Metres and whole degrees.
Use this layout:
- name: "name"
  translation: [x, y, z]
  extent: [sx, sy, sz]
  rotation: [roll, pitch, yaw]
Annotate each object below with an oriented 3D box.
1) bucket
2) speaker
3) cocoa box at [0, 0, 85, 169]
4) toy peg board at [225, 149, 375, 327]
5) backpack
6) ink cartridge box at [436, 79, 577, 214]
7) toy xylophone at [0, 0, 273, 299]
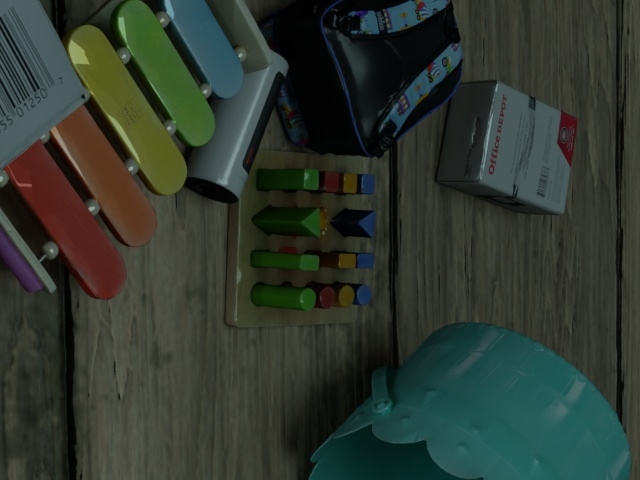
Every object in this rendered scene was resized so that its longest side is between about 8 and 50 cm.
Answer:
- name: "bucket"
  translation: [0.142, 0.224, 1.440]
  extent: [0.183, 0.281, 0.281]
  rotation: [-46, 123, -35]
- name: "speaker"
  translation: [-0.075, -0.102, 1.347]
  extent: [0.055, 0.055, 0.136]
  rotation: [35, 68, -41]
- name: "cocoa box"
  translation: [-0.369, -0.090, 0.926]
  extent: [0.347, 0.228, 0.231]
  rotation: [-46, 124, -34]
- name: "toy peg board"
  translation: [0.000, 0.000, 1.411]
  extent: [0.160, 0.079, 0.161]
  rotation: [1, 92, -45]
- name: "backpack"
  translation: [0.048, -0.175, 1.422]
  extent: [0.173, 0.117, 0.158]
  rotation: [-37, 117, -37]
- name: "ink cartridge box"
  translation: [0.198, -0.096, 1.616]
  extent: [0.150, 0.063, 0.109]
  rotation: [18, 80, -44]
- name: "toy xylophone"
  translation: [-0.186, -0.118, 1.215]
  extent: [0.236, 0.081, 0.323]
  rotation: [52, 57, -33]
